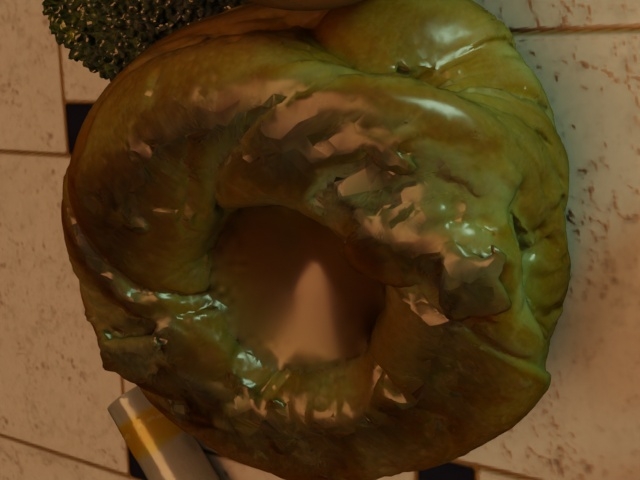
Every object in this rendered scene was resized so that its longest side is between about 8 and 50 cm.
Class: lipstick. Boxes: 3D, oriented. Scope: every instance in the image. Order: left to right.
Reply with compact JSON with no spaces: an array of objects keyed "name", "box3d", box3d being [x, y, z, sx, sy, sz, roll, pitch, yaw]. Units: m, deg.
[{"name":"lipstick","box3d":[-0.107,0.253,0.834,0.059,0.059,0.264,-41,77,33]}]

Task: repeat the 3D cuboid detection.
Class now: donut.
[{"name":"donut","box3d":[0.000,0.000,0.609,0.361,0.170,0.360,10,123,15]}]

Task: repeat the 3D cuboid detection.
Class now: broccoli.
[{"name":"broccoli","box3d":[-0.106,-0.232,0.658,0.176,0.198,0.226,162,120,-71]}]

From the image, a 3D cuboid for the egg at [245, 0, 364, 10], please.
[{"name":"egg","box3d":[-0.034,-0.237,0.481,0.244,0.201,0.201,34,117,27]}]
